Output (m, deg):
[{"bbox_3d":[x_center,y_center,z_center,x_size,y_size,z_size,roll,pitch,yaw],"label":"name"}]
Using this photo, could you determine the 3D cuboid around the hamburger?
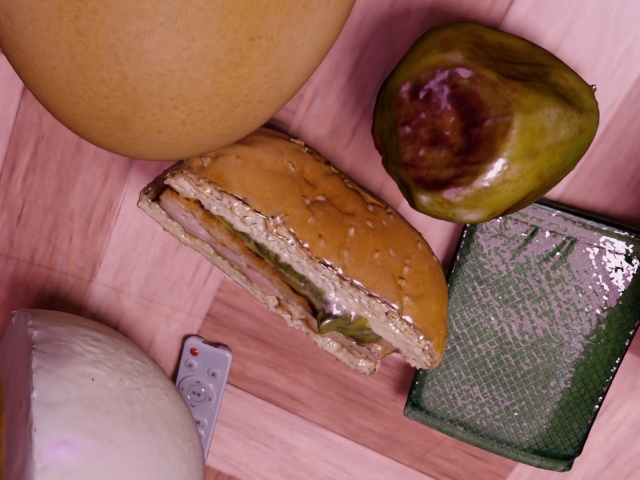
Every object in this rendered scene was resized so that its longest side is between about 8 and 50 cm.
[{"bbox_3d":[0.000,0.000,0.681,0.262,0.130,0.124,40,152,-16],"label":"hamburger"}]

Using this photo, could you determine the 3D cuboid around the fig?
[{"bbox_3d":[0.118,-0.084,0.622,0.166,0.154,0.144,-5,104,-21],"label":"fig"}]

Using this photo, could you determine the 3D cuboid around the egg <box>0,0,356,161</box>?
[{"bbox_3d":[-0.091,-0.197,0.525,0.250,0.250,0.322,18,124,2],"label":"egg"}]

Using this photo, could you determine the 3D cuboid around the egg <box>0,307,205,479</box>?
[{"bbox_3d":[-0.203,0.219,0.769,0.201,0.337,0.337,7,124,-29],"label":"egg"}]

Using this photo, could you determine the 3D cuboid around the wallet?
[{"bbox_3d":[0.176,0.077,0.730,0.160,0.055,0.235,17,113,5],"label":"wallet"}]

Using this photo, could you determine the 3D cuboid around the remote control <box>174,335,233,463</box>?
[{"bbox_3d":[-0.127,0.176,0.858,0.050,0.027,0.184,19,115,6],"label":"remote control"}]
